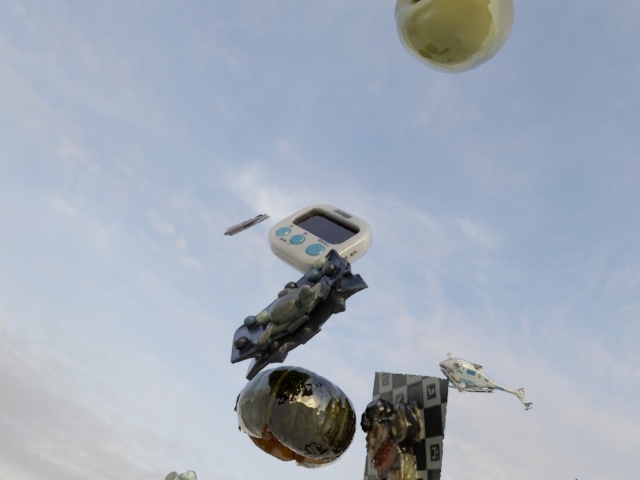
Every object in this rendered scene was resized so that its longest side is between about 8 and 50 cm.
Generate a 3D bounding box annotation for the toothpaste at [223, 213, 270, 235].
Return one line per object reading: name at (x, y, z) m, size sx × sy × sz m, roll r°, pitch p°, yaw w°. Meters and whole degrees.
toothpaste at (-0.248, -0.051, 1.792) m, size 0.170 × 0.028 × 0.045 m, roll -22°, pitch -20°, yaw 14°

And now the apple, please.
apple at (0.292, -0.503, 1.193) m, size 0.263 × 0.262 × 0.262 m, roll 11°, pitch -44°, yaw 11°

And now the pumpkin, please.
pumpkin at (-0.057, 0.437, 1.337) m, size 0.321 × 0.192 × 0.320 m, roll 19°, pitch -34°, yaw 13°

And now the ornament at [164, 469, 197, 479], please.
ornament at (-0.258, 0.480, 1.039) m, size 0.041 × 0.068 × 0.092 m, roll -27°, pitch -88°, yaw 13°

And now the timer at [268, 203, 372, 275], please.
timer at (0.000, 0.000, 1.485) m, size 0.262 × 0.237 × 0.086 m, roll 29°, pitch -42°, yaw 42°

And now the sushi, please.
sushi at (0.152, 0.463, 1.213) m, size 0.069 × 0.338 × 0.320 m, roll 13°, pitch -13°, yaw -21°

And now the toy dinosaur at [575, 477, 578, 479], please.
toy dinosaur at (0.715, 0.700, 1.485) m, size 0.031 × 0.083 × 0.047 m, roll -1°, pitch -26°, yaw -20°

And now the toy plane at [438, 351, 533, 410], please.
toy plane at (0.484, 0.410, 1.581) m, size 0.273 × 0.107 × 0.182 m, roll 9°, pitch -25°, yaw 21°

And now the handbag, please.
handbag at (-0.057, 0.156, 1.201) m, size 0.326 × 0.269 × 0.118 m, roll -41°, pitch -83°, yaw 0°
